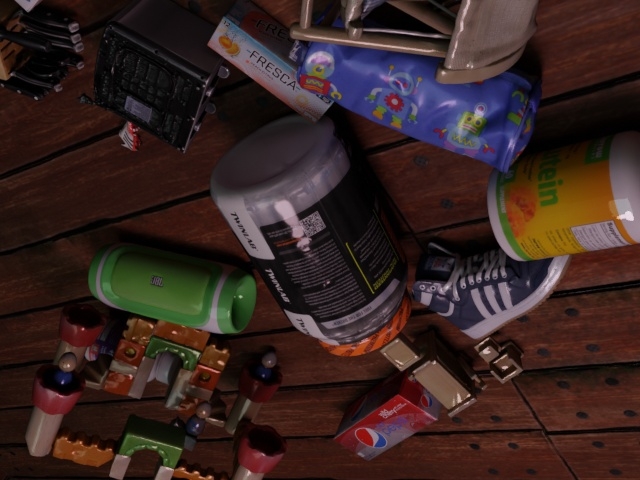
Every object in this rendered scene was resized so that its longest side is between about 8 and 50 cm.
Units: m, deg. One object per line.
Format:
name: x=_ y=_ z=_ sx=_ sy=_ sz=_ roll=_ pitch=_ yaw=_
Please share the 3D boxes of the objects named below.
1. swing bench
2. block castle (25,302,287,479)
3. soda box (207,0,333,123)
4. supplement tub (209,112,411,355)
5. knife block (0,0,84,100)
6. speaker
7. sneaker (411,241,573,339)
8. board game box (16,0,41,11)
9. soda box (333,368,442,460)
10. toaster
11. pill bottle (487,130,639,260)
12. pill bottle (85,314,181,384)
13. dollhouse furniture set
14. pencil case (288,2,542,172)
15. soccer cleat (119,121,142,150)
swing bench: x=0.122 y=-0.315 z=0.881 sx=0.255 sy=0.165 sz=0.253 roll=20 pitch=139 yaw=10
block castle: x=-0.292 y=0.285 z=1.593 sx=0.453 sy=0.303 sz=0.212 roll=20 pitch=113 yaw=-13
soda box: x=-0.056 y=-0.242 z=1.146 sx=0.183 sy=0.058 sz=0.063 roll=35 pitch=140 yaw=-10
supplement tub: x=0.000 y=0.000 z=1.255 sx=0.207 sy=0.207 sz=0.338 roll=-4 pitch=130 yaw=33
knife block: x=-0.500 y=-0.327 z=1.290 sx=0.242 sy=0.088 sz=0.275 roll=-23 pitch=118 yaw=43
speaker: x=-0.273 y=0.085 z=1.567 sx=0.297 sy=0.131 sz=0.131 roll=11 pitch=138 yaw=20
sneaker: x=0.237 y=0.043 z=1.249 sx=0.153 sy=0.099 sz=0.282 roll=31 pitch=144 yaw=-6
board game box: x=-0.383 y=-0.453 z=1.112 sx=0.193 sy=0.053 sz=0.305 roll=44 pitch=138 yaw=-20
soda box: x=0.129 y=0.329 z=1.629 sx=0.092 sy=0.083 sz=0.263 roll=34 pitch=140 yaw=-7
toaster: x=-0.231 y=-0.239 z=1.209 sx=0.186 sy=0.110 sz=0.168 roll=29 pitch=140 yaw=-1
pill bottle: x=0.343 y=-0.058 z=1.049 sx=0.246 sy=0.136 sz=0.136 roll=-12 pitch=126 yaw=38
pill bottle: x=-0.391 y=0.236 z=1.812 sx=0.194 sy=0.108 sz=0.108 roll=18 pitch=139 yaw=12
dollhouse furniture set: x=0.219 y=0.170 z=1.429 sx=0.161 sy=0.101 sz=0.182 roll=-38 pitch=109 yaw=22
pencil case: x=0.119 y=-0.194 z=1.045 sx=0.306 sy=0.119 sz=0.133 roll=23 pitch=146 yaw=5
soccer cleat: x=-0.311 y=-0.179 z=1.385 sx=0.036 sy=0.029 sz=0.083 roll=17 pitch=144 yaw=7
